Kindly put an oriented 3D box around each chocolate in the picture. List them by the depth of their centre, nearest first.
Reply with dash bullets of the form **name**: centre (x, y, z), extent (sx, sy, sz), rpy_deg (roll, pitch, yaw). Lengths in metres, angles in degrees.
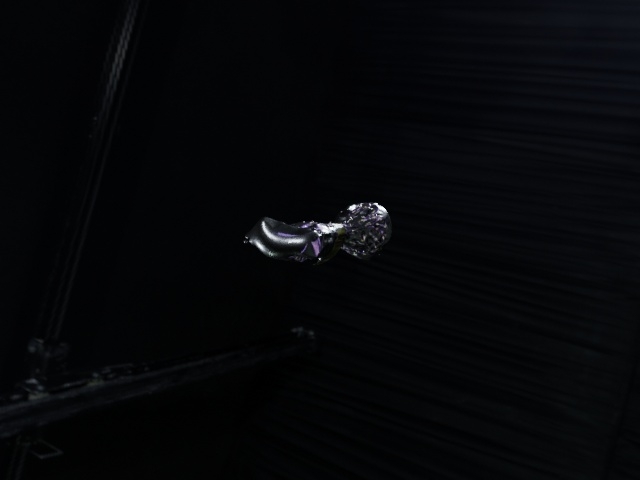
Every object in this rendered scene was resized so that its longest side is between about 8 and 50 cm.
- **chocolate**: centre (0.003, 0.000, 0.625), extent (0.147, 0.072, 0.070), rpy_deg (-16, -81, -40)
